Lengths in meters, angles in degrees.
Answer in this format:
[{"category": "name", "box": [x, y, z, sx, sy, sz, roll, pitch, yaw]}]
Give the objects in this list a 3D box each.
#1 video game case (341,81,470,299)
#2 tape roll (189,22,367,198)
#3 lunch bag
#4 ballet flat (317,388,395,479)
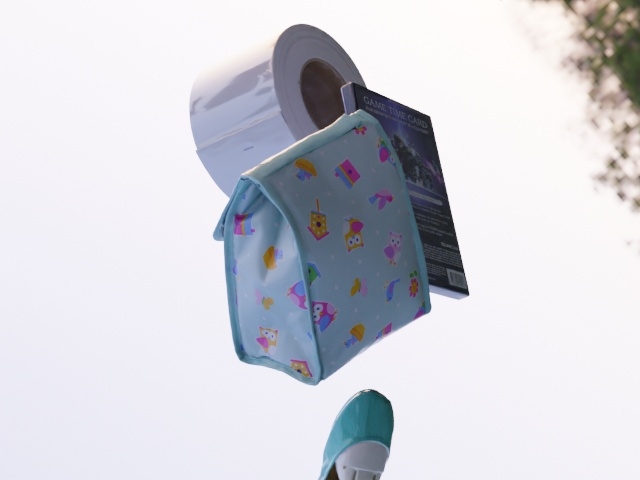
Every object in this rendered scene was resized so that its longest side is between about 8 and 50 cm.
[{"category": "video game case", "box": [0.115, -0.064, 1.983, 0.196, 0.026, 0.274, 16, -123, -52]}, {"category": "tape roll", "box": [-0.052, -0.179, 2.189, 0.246, 0.169, 0.246, 30, -129, -44]}, {"category": "lunch bag", "box": [0.000, 0.000, 1.714, 0.223, 0.160, 0.262, -30, -60, -40]}, {"category": "ballet flat", "box": [0.038, 0.294, 1.792, 0.083, 0.247, 0.087, 9, -145, -19]}]
